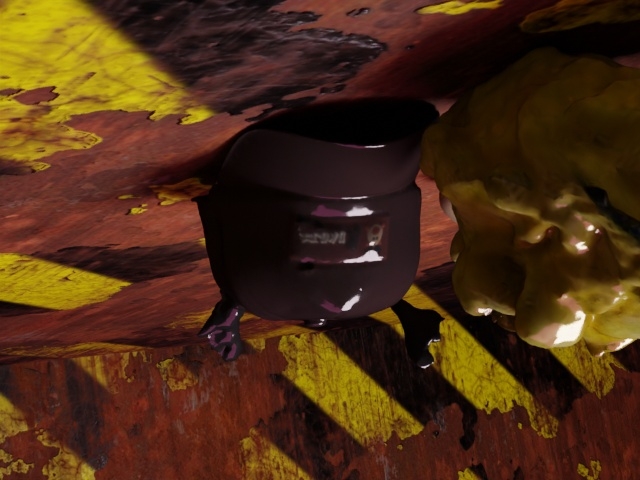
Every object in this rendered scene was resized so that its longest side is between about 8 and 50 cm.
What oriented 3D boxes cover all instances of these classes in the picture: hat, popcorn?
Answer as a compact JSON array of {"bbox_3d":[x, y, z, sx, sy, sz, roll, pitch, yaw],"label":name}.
[{"bbox_3d":[0.007,0.019,1.034,0.238,0.209,0.336,-4,168,-13],"label":"hat"},{"bbox_3d":[0.212,-0.030,0.842,0.286,0.252,0.215,26,-130,25],"label":"popcorn"}]

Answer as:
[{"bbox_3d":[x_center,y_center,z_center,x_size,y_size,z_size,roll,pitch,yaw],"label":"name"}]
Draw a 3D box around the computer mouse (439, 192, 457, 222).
[{"bbox_3d":[0.247,-0.055,1.206,0.236,0.082,0.145,-9,170,3],"label":"computer mouse"}]
